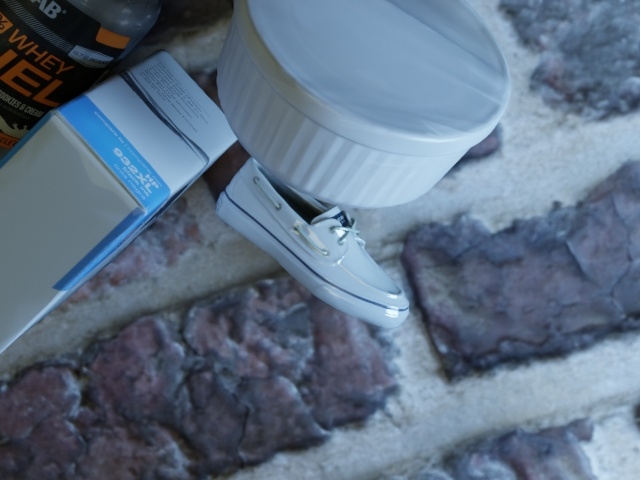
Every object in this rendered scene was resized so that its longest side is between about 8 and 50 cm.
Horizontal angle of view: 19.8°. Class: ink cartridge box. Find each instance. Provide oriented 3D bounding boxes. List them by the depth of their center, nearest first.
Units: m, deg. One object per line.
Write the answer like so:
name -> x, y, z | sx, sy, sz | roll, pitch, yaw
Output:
ink cartridge box -> -0.229, -0.043, 1.754 | 0.129, 0.307, 0.223 | 46, 111, -2

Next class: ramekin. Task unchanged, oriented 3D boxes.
ramekin -> 0.030, -0.148, 1.684 | 0.273, 0.273, 0.127 | 35, 131, 4

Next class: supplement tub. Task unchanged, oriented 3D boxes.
supplement tub -> -0.289, -0.215, 1.786 | 0.193, 0.193, 0.316 | 45, 111, 0

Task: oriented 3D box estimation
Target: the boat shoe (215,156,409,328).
boat shoe -> 0.000, 0.000, 1.820 | 0.226, 0.083, 0.076 | 33, 112, 6
